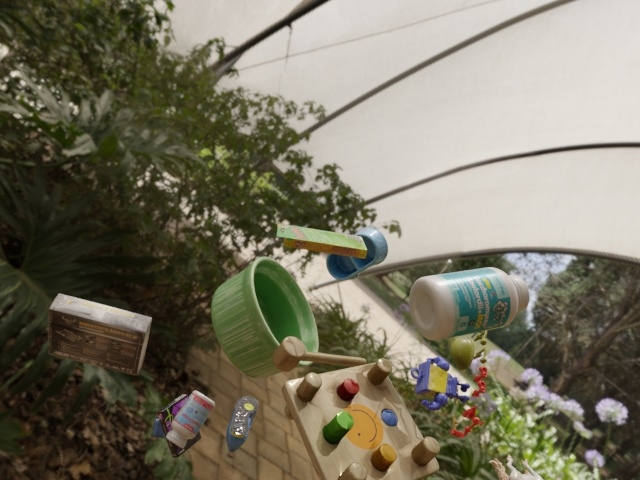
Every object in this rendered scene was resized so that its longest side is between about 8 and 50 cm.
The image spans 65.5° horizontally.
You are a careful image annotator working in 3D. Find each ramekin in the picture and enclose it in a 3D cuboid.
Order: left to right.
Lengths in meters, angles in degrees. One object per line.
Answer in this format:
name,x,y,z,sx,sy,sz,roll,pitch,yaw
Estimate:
ramekin,-0.146,0.208,1.299,0.303,0.148,0.303,53,19,-28

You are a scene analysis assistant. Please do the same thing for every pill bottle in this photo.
pill bottle,-0.409,0.561,1.560,0.087,0.160,0.087,26,-25,14
pill bottle,0.352,0.141,1.160,0.264,0.146,0.146,-7,25,-21

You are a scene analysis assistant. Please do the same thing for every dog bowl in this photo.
dog bowl,0.143,0.065,2.082,0.166,0.297,0.074,59,33,6

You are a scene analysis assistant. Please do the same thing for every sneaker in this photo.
sneaker,-0.243,0.555,1.513,0.069,0.082,0.209,20,16,-1

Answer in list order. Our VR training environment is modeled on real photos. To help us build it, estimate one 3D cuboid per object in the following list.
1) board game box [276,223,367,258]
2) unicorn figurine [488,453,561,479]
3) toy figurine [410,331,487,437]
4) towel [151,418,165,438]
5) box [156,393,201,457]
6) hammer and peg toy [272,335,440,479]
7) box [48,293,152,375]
board game box,0.000,0.000,1.447,0.259,0.039,0.124,11,17,-7
unicorn figurine,0.459,0.523,1.085,0.161,0.060,0.111,-2,16,-6
toy figurine,0.413,0.443,1.666,0.217,0.363,0.191,20,-34,-5
towel,-0.566,0.707,1.859,0.119,0.067,0.029,7,-20,8
box,-0.459,0.604,1.623,0.116,0.029,0.162,-26,101,-58
hammer and peg toy,0.061,0.329,1.011,0.266,0.127,0.361,0,44,-35
box,-0.557,0.241,1.251,0.231,0.183,0.056,16,36,-9
